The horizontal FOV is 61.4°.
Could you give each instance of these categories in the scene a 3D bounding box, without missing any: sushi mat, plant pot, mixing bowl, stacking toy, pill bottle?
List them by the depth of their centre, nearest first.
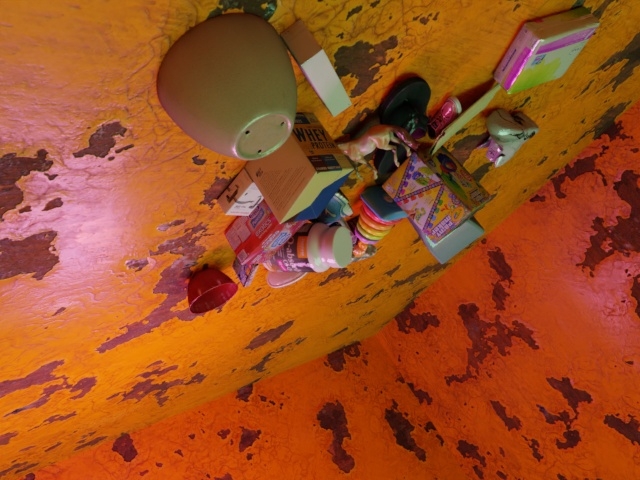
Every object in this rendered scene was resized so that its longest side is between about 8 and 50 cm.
[{"bbox_3d":[-0.157,-0.275,1.085,0.284,0.191,0.284,-28,158,-13],"label":"plant pot"},{"bbox_3d":[-0.048,0.023,1.753,0.278,0.162,0.162,-2,176,31],"label":"pill bottle"},{"bbox_3d":[0.488,-0.412,1.816,0.316,0.019,0.151,-41,171,-19],"label":"sushi mat"},{"bbox_3d":[-0.380,0.159,1.832,0.181,0.098,0.181,-28,159,-12],"label":"mixing bowl"},{"bbox_3d":[0.196,-0.049,2.054,0.175,0.166,0.302,-14,143,-38],"label":"stacking toy"},{"bbox_3d":[0.525,-0.090,2.394,0.248,0.247,0.252,-40,141,18],"label":"plant pot"}]

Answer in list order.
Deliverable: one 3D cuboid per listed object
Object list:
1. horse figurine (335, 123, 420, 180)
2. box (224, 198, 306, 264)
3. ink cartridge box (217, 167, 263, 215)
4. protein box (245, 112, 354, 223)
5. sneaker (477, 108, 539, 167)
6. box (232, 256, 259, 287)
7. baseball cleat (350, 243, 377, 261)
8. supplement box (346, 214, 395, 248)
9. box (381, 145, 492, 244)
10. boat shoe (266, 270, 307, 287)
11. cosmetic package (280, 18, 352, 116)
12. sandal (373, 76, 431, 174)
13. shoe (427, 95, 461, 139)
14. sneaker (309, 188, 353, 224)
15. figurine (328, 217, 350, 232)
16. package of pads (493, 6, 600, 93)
[{"bbox_3d":[0.156,-0.270,1.593,0.263,0.066,0.174,-25,125,27],"label":"horse figurine"},{"bbox_3d":[-0.159,-0.053,1.645,0.257,0.128,0.122,-46,156,28],"label":"box"},{"bbox_3d":[-0.208,-0.132,1.505,0.135,0.056,0.099,-45,157,27],"label":"ink cartridge box"},{"bbox_3d":[-0.059,-0.188,1.394,0.136,0.201,0.200,-11,150,-44],"label":"protein box"},{"bbox_3d":[0.709,-0.394,2.120,0.365,0.137,0.210,-13,149,-49],"label":"sneaker"},{"bbox_3d":[-0.259,0.088,1.856,0.027,0.094,0.137,-18,155,-33],"label":"box"},{"bbox_3d":[0.158,0.065,2.458,0.205,0.072,0.109,-11,164,-36],"label":"baseball cleat"},{"bbox_3d":[0.200,-0.062,2.212,0.239,0.073,0.130,-27,157,-17],"label":"supplement box"},{"bbox_3d":[0.420,-0.172,1.923,0.177,0.279,0.290,-47,168,32],"label":"box"},{"bbox_3d":[-0.063,0.089,2.111,0.319,0.116,0.099,-37,155,-4],"label":"boat shoe"},{"bbox_3d":[-0.005,-0.377,1.207,0.060,0.099,0.239,-36,158,7],"label":"cosmetic package"},{"bbox_3d":[0.268,-0.332,1.674,0.167,0.107,0.446,-29,158,-12],"label":"sandal"},{"bbox_3d":[0.404,-0.399,1.781,0.081,0.063,0.178,-35,164,-11],"label":"shoe"},{"bbox_3d":[0.008,-0.118,1.745,0.147,0.130,0.330,-36,159,1],"label":"sneaker"},{"bbox_3d":[0.000,0.000,1.965,0.209,0.092,0.215,-32,-167,12],"label":"figurine"},{"bbox_3d":[0.721,-0.605,1.736,0.296,0.101,0.229,-23,156,-24],"label":"package of pads"}]
